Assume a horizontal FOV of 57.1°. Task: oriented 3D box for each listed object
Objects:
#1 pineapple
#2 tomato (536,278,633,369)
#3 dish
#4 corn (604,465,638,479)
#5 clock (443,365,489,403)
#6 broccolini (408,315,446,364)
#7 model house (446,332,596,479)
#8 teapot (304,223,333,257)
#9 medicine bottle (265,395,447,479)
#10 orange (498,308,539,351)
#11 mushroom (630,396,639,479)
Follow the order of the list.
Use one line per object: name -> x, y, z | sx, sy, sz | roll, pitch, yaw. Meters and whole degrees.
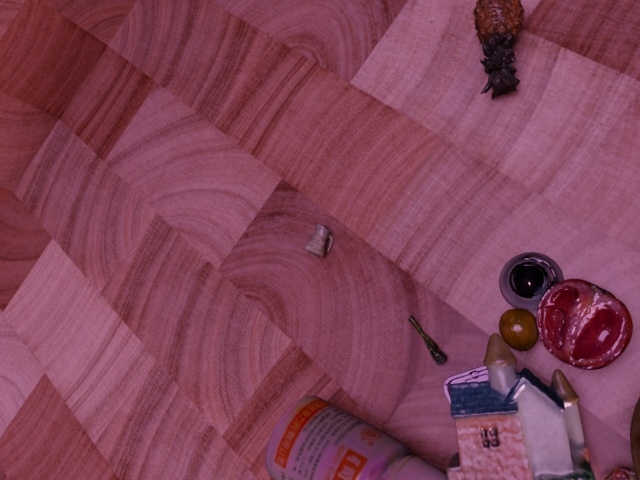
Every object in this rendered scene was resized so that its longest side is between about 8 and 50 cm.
pineapple -> 0.441, -0.478, 1.445 | 0.128, 0.128, 0.247 | -4, 80, 26
tomato -> 0.557, 0.180, 1.231 | 0.189, 0.099, 0.173 | 39, 105, 46
dish -> 0.464, 0.087, 1.311 | 0.141, 0.078, 0.141 | -7, 74, 25
corn -> 0.656, 0.513, 1.106 | 0.237, 0.079, 0.079 | 29, 91, 29
clock -> 0.362, 0.340, 1.314 | 0.153, 0.050, 0.109 | -23, 68, 20
broccolini -> 0.251, 0.236, 1.406 | 0.030, 0.035, 0.140 | -40, 62, 9
model house -> 0.385, 0.343, 1.185 | 0.267, 0.194, 0.324 | -10, 85, 22
teapot -> 0.000, 0.000, 1.585 | 0.067, 0.057, 0.083 | 22, 83, -8
medicine bottle -> 0.084, 0.520, 1.302 | 0.389, 0.219, 0.219 | 21, 87, 33
orange -> 0.437, 0.196, 1.292 | 0.085, 0.085, 0.095 | -21, 63, 21
mushroom -> 0.715, 0.362, 1.002 | 0.353, 0.260, 0.351 | -7, 69, 19
